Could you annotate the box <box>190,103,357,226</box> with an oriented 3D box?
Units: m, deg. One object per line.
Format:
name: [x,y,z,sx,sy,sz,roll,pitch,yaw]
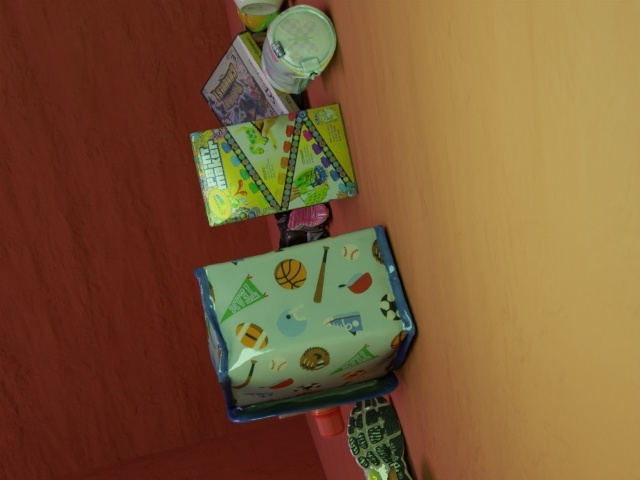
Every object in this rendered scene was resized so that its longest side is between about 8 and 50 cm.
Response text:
box: [-0.100,-0.139,1.716,0.290,0.279,0.177,-171,69,-83]

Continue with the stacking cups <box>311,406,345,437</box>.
stacking cups: [-0.020,0.315,2.091,0.096,0.096,0.316,-145,42,-80]

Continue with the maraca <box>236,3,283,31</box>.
maraca: [-0.130,-0.537,2.001,0.185,0.099,0.127,32,116,56]

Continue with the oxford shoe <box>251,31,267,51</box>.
oxford shoe: [-0.150,-0.413,2.206,0.397,0.140,0.146,95,165,-66]

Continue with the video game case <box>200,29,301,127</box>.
video game case: [-0.165,-0.317,2.059,0.248,0.035,0.275,57,146,4]

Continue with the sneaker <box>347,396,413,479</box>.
sneaker: [0.123,0.439,1.709,0.110,0.107,0.275,70,-176,-67]

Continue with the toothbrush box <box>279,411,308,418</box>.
toothbrush box: [-0.044,0.308,2.348,0.122,0.206,0.283,88,168,-52]

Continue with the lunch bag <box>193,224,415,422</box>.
lunch bag: [-0.028,0.173,1.524,0.385,0.328,0.239,99,159,-67]

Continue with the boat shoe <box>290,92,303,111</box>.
boat shoe: [-0.072,-0.369,2.025,0.049,0.056,0.152,174,74,-78]

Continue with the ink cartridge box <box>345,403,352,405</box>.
ink cartridge box: [0.037,0.197,2.085,0.296,0.066,0.261,-114,12,-56]

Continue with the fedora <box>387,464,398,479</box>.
fedora: [0.166,0.482,1.512,0.194,0.079,0.194,172,90,-87]

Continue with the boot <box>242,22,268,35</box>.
boot: [-0.151,-0.564,2.232,0.137,0.077,0.198,-122,19,-55]

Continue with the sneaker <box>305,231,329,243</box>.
sneaker: [0.000,0.000,2.122,0.052,0.058,0.135,55,-157,-21]

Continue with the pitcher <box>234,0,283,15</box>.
pitcher: [-0.126,-0.585,1.870,0.178,0.125,0.207,16,-109,-75]

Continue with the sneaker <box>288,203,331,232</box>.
sneaker: [-0.010,-0.054,2.058,0.170,0.075,0.063,-18,68,61]

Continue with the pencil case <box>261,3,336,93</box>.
pencil case: [-0.043,-0.340,1.591,0.124,0.113,0.273,58,174,-7]

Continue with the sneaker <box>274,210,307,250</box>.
sneaker: [-0.090,-0.025,2.628,0.227,0.087,0.130,103,156,-67]
